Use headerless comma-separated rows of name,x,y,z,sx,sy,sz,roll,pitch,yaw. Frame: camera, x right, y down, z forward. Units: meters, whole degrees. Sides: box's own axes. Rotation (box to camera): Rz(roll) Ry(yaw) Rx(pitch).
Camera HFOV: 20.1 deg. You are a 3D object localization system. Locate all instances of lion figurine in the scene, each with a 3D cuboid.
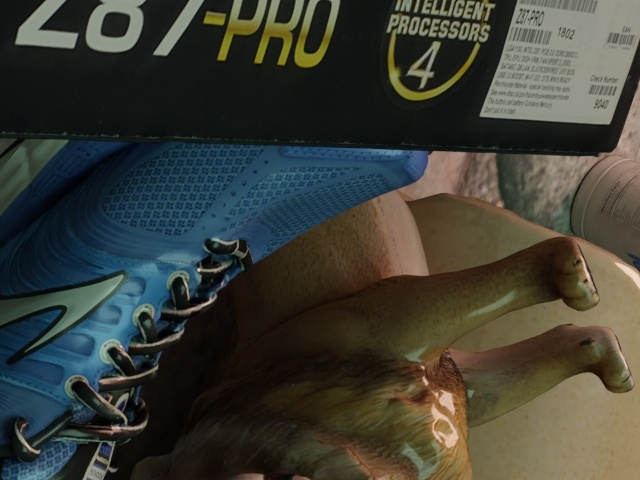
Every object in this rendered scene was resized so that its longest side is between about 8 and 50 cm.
lion figurine,0.000,0.000,0.882,0.240,0.392,0.142,-20,143,10

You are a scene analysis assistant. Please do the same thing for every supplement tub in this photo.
supplement tub,0.239,-0.010,1.270,0.071,0.107,0.071,-28,132,-36

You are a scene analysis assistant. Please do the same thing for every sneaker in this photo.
sneaker,-0.095,0.035,0.761,0.330,0.147,0.130,-28,159,10

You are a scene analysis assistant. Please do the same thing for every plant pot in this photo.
plant pot,0.056,0.143,1.022,0.334,0.333,0.306,33,75,-54

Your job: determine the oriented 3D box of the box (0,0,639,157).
box,-0.114,-0.125,0.599,0.395,0.318,0.097,-2,114,-48
